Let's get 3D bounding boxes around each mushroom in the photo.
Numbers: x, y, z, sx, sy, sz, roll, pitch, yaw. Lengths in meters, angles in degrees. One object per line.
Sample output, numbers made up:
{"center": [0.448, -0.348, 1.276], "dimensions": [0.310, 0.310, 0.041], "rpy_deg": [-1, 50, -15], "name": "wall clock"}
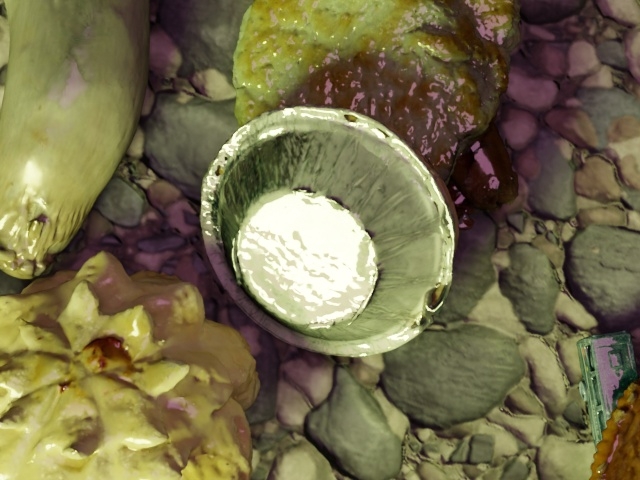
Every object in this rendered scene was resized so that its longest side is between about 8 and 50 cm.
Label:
{"center": [-0.231, -0.166, 1.416], "dimensions": [0.177, 0.126, 0.397], "rpy_deg": [-4, 81, 6], "name": "mushroom"}

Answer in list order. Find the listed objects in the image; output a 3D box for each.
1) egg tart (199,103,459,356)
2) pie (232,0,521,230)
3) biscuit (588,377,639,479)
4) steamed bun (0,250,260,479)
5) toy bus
{"center": [0.000, 0.000, 1.369], "dimensions": [0.234, 0.094, 0.234], "rpy_deg": [9, 115, 19], "name": "egg tart"}
{"center": [0.049, -0.148, 1.443], "dimensions": [0.257, 0.105, 0.274], "rpy_deg": [2, 80, 6], "name": "pie"}
{"center": [0.351, 0.229, 1.391], "dimensions": [0.305, 0.038, 0.305], "rpy_deg": [1, 86, -24], "name": "biscuit"}
{"center": [-0.190, 0.138, 1.320], "dimensions": [0.296, 0.137, 0.292], "rpy_deg": [-7, 58, -7], "name": "steamed bun"}
{"center": [0.261, 0.163, 1.422], "dimensions": [0.047, 0.065, 0.165], "rpy_deg": [-9, 81, -5], "name": "toy bus"}
